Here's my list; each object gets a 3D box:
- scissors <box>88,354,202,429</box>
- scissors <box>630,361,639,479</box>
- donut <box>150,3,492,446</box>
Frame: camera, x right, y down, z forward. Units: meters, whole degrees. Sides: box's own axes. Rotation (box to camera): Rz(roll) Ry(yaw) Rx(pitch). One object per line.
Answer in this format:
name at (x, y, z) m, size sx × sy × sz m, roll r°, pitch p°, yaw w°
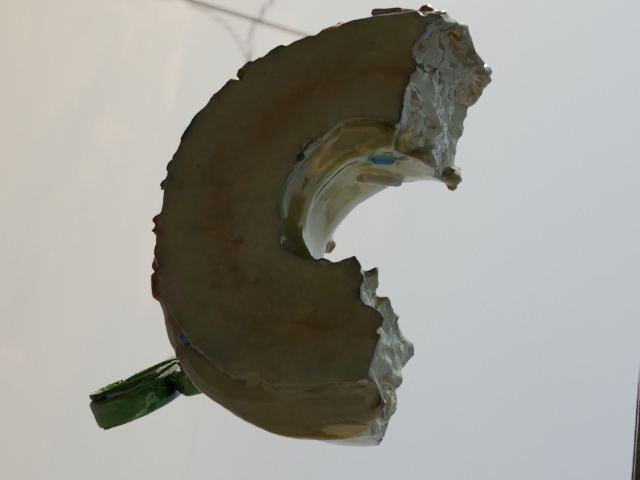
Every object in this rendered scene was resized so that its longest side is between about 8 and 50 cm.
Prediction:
scissors at (-0.049, 0.053, 0.925) m, size 0.027 × 0.101 × 0.204 m, roll 68°, pitch 19°, yaw -5°
scissors at (0.123, 0.257, 0.678) m, size 0.256 × 0.029 × 0.383 m, roll -66°, pitch 159°, yaw -68°
donut at (-0.003, -0.002, 0.617) m, size 0.108 × 0.065 × 0.166 m, roll -1°, pitch -118°, yaw 28°
